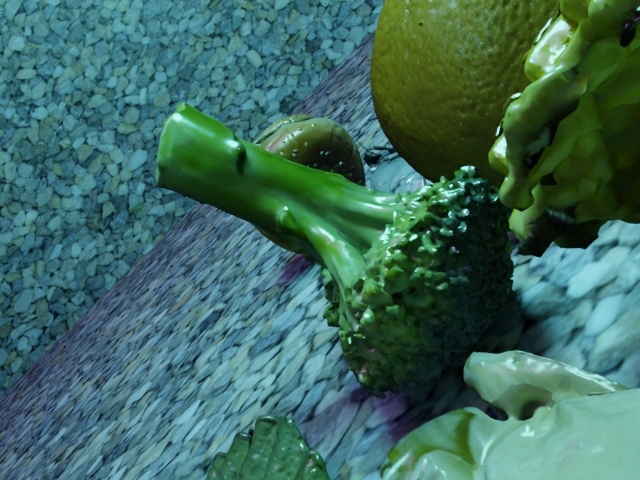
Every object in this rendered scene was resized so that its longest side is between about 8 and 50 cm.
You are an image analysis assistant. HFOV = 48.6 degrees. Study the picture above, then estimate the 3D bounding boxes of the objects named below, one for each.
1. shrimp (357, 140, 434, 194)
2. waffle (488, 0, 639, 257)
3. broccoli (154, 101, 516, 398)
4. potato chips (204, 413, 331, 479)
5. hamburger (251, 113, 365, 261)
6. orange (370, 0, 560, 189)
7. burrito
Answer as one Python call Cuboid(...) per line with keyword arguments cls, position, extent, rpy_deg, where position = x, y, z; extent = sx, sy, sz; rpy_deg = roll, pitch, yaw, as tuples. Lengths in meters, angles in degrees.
Cuboid(cls="shrimp", position=(0.142, -0.116, 1.188), extent=(0.145, 0.116, 0.343), rpy_deg=(-45, 24, -2))
Cuboid(cls="waffle", position=(0.294, -0.152, 0.516), extent=(0.095, 0.382, 0.379), rpy_deg=(54, 135, 33))
Cuboid(cls="broccoli", position=(0.027, -0.008, 0.755), extent=(0.353, 0.397, 0.274), rpy_deg=(-18, 32, 40))
Cuboid(cls="potato chips", position=(-0.116, 0.362, 0.709), extent=(0.373, 0.097, 0.389), rpy_deg=(-25, 27, 44))
Cuboid(cls="hamburger", position=(-0.037, -0.100, 1.324), extent=(0.243, 0.285, 0.146), rpy_deg=(-10, 36, -26))
Cuboid(cls="orange", position=(0.226, -0.229, 0.884), extent=(0.357, 0.322, 0.322), rpy_deg=(112, -175, -47))
Cuboid(cls="burrito", position=(0.177, 0.164, 0.433), extent=(0.190, 0.135, 0.332), rpy_deg=(-53, 19, -23))
